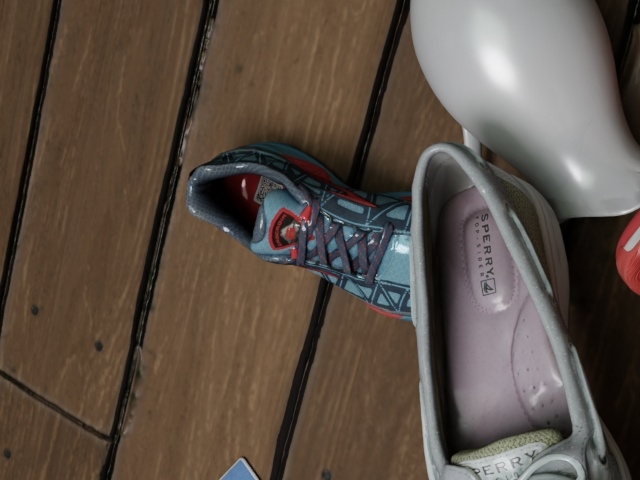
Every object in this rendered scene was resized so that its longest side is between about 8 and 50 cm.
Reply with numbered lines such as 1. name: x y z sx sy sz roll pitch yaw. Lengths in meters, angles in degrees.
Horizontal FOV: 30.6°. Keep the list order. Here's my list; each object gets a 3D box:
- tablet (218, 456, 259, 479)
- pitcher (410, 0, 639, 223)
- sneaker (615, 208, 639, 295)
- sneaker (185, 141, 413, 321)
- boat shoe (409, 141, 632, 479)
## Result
1. tablet: -0.062 0.244 1.059 0.083 0.006 0.054 51 119 18
2. pitcher: 0.136 -0.097 0.829 0.177 0.125 0.207 -33 87 48
3. sneaker: 0.254 -0.064 0.737 0.221 0.087 0.128 -39 34 1
4. sneaker: 0.000 0.000 0.918 0.261 0.125 0.104 22 107 31
5. boat shoe: 0.109 0.094 0.703 0.118 0.103 0.321 -16 63 27
